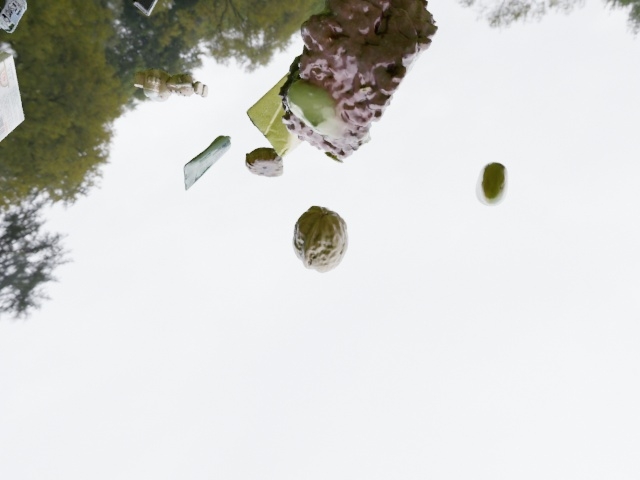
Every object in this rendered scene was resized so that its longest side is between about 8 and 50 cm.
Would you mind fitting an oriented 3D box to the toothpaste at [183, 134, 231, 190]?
[{"bbox_3d":[-0.254,-0.189,0.962,0.041,0.064,0.218,16,-141,6],"label":"toothpaste"}]

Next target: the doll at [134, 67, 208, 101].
[{"bbox_3d":[-0.574,-0.593,1.623,0.278,0.119,0.154,11,-173,20],"label":"doll"}]

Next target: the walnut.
[{"bbox_3d":[0.000,0.000,1.429,0.198,0.244,0.198,8,-143,-6],"label":"walnut"}]

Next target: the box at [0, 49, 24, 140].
[{"bbox_3d":[-0.830,-0.362,1.060,0.081,0.199,0.135,17,-137,-13],"label":"box"}]

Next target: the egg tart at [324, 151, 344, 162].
[{"bbox_3d":[0.066,-0.389,1.942,0.039,0.105,0.105,-60,-145,18],"label":"egg tart"}]

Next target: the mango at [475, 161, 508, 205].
[{"bbox_3d":[0.472,-0.154,1.154,0.086,0.122,0.191,14,-174,12],"label":"mango"}]

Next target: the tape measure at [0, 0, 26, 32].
[{"bbox_3d":[-0.546,-0.398,0.710,0.091,0.054,0.094,2,-105,9],"label":"tape measure"}]

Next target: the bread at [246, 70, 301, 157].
[{"bbox_3d":[-0.036,-0.352,1.077,0.264,0.163,0.167,-23,-159,44],"label":"bread"}]

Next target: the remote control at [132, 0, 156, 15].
[{"bbox_3d":[-0.522,-0.837,1.355,0.025,0.063,0.245,11,-105,39],"label":"remote control"}]

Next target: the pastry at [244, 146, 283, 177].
[{"bbox_3d":[-0.280,-0.405,2.212,0.229,0.219,0.100,-30,-128,43],"label":"pastry"}]

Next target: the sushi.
[{"bbox_3d":[0.040,-0.253,0.632,0.236,0.171,0.270,-61,-171,-17],"label":"sushi"}]
